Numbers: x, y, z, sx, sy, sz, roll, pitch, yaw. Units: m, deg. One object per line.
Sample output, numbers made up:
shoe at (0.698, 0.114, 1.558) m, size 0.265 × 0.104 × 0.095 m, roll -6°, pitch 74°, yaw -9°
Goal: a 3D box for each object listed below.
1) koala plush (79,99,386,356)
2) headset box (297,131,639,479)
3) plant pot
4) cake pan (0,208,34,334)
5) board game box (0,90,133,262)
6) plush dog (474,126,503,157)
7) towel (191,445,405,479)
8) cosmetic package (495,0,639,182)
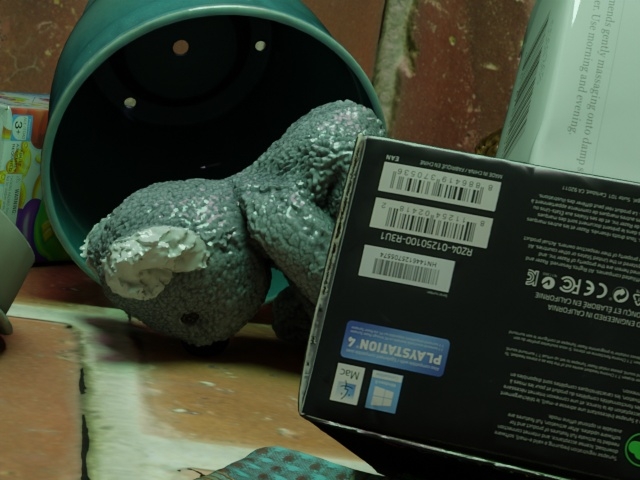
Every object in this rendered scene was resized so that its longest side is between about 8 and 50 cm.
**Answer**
koala plush at (-0.060, 0.005, 1.180) m, size 0.221 × 0.203 × 0.196 m, roll -4°, pitch 9°, yaw -11°
headset box at (0.139, 0.067, 0.793) m, size 0.246 × 0.131 × 0.283 m, roll 11°, pitch -11°, yaw 11°
plant pot at (-0.103, -0.120, 1.369) m, size 0.271 × 0.272 × 0.255 m, roll 7°, pitch 30°, yaw -17°
cake pan at (-0.305, -0.049, 1.095) m, size 0.293 × 0.054 × 0.293 m, roll 37°, pitch -14°, yaw 11°
board game box at (-0.262, -0.062, 1.532) m, size 0.144 × 0.142 × 0.275 m, roll 13°, pitch 8°, yaw 30°
plush dog at (0.194, 0.012, 1.089) m, size 0.262 × 0.226 × 0.210 m, roll 10°, pitch -3°, yaw 14°
towel at (0.089, 0.157, 0.677) m, size 0.370 × 0.040 × 0.271 m, roll 12°, pitch 7°, yaw 20°
cosmetic package at (0.303, -0.036, 0.958) m, size 0.384 × 0.217 × 0.156 m, roll 17°, pitch -23°, yaw -1°
